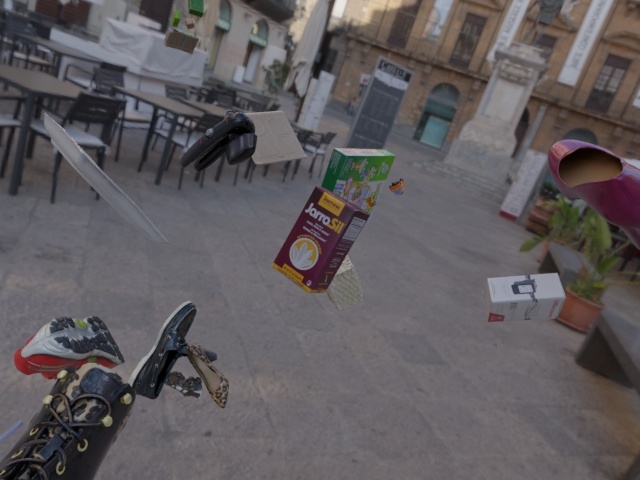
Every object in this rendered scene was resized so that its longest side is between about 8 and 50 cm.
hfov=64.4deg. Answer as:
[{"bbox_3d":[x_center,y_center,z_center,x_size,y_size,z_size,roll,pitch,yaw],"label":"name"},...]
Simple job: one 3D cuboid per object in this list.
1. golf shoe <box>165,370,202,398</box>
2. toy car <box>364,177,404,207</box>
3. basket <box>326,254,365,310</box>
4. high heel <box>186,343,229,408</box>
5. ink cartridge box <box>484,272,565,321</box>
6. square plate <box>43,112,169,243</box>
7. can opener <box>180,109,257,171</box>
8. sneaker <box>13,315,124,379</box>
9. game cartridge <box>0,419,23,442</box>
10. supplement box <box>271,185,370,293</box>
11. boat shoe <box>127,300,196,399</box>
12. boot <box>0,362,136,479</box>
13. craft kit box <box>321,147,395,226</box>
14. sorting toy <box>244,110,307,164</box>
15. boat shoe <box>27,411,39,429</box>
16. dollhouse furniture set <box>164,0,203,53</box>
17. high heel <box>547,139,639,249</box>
[{"bbox_3d":[-0.555,0.586,2.034,0.198,0.094,0.077,6,29,31],"label":"golf shoe"},{"bbox_3d":[0.188,-0.131,1.443,0.041,0.122,0.060,60,12,-10],"label":"toy car"},{"bbox_3d":[0.065,0.131,1.647,0.113,0.167,0.103,-24,35,-4],"label":"basket"},{"bbox_3d":[-0.458,0.534,2.004,0.186,0.093,0.261,41,18,-52],"label":"high heel"},{"bbox_3d":[0.448,0.129,1.127,0.150,0.109,0.063,-5,56,10],"label":"ink cartridge box"},{"bbox_3d":[-0.581,-0.153,1.355,0.344,0.049,0.347,34,-18,41],"label":"square plate"},{"bbox_3d":[-0.165,-0.148,0.791,0.186,0.073,0.059,-13,-30,44],"label":"can opener"},{"bbox_3d":[-0.478,0.213,0.974,0.107,0.118,0.279,54,-5,17],"label":"sneaker"},{"bbox_3d":[-0.887,0.546,1.438,0.017,0.056,0.083,54,32,-8],"label":"game cartridge"},{"bbox_3d":[0.000,0.000,1.013,0.104,0.188,0.080,33,10,23],"label":"supplement box"},{"bbox_3d":[-0.493,0.366,1.681,0.113,0.340,0.127,26,-23,17],"label":"boat shoe"},{"bbox_3d":[-0.353,0.281,0.638,0.138,0.378,0.284,21,44,-1],"label":"boot"},{"bbox_3d":[0.094,-0.148,1.509,0.061,0.250,0.246,34,29,29],"label":"craft kit box"},{"bbox_3d":[-0.163,-0.326,1.619,0.192,0.038,0.208,-15,67,-36],"label":"sorting toy"},{"bbox_3d":[-0.802,0.646,1.546,0.320,0.118,0.103,30,-1,43],"label":"boat shoe"},{"bbox_3d":[-0.332,-0.537,1.252,0.076,0.059,0.151,5,-23,-30],"label":"dollhouse furniture set"},{"bbox_3d":[0.508,-0.144,0.954,0.181,0.127,0.377,43,18,-28],"label":"high heel"}]
